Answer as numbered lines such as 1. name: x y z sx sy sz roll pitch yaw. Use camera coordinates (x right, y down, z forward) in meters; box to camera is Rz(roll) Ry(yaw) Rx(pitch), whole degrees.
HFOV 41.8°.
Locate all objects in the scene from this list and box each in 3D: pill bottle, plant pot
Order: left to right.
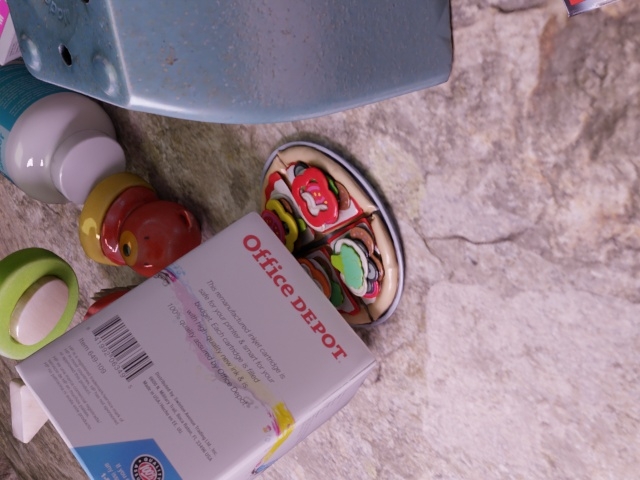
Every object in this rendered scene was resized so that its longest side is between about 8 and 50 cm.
1. pill bottle: -0.365 -0.140 1.088 0.264 0.146 0.146 31 136 36
2. plant pot: -0.085 -0.208 0.593 0.248 0.252 0.247 23 131 42

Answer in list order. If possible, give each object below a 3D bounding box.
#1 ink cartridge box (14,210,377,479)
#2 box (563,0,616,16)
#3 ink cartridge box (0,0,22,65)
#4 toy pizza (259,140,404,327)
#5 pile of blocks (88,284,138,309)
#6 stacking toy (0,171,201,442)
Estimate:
1. ink cartridge box: -0.118 0.148 0.843 0.198 0.270 0.197 50 159 15
2. box: 0.150 -0.236 0.447 0.114 0.036 0.207 -6 115 53
3. ink cartridge box: -0.388 -0.376 0.937 0.239 0.060 0.275 43 132 0
4. toy pizza: 0.000 0.000 0.826 0.201 0.032 0.201 31 136 36
5. pile of blocks: -0.290 0.222 1.250 0.112 0.149 0.362 17 127 45
6. stacking toy: -0.251 0.105 1.020 0.130 0.279 0.309 20 129 29
